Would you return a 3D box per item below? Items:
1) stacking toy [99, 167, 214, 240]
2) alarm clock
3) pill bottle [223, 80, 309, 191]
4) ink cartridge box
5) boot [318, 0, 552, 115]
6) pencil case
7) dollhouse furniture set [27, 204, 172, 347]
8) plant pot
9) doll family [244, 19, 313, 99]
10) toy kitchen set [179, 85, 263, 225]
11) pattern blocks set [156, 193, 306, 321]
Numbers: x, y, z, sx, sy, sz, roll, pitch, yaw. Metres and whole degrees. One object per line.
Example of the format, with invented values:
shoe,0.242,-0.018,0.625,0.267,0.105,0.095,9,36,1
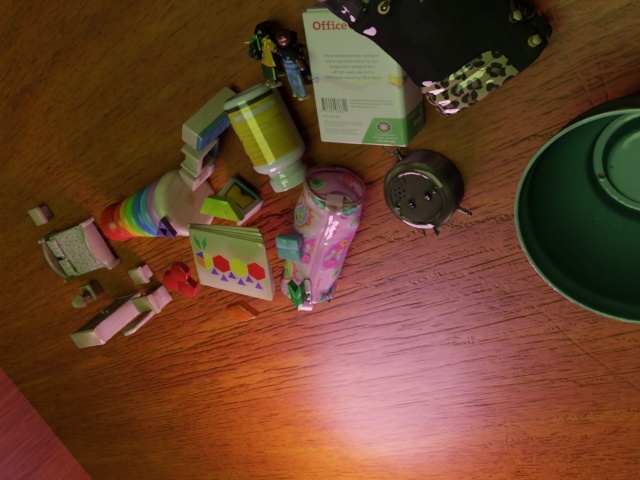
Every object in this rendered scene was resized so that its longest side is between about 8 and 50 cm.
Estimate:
stacking toy,-0.378,-0.064,1.478,0.330,0.141,0.141,-8,116,45
alarm clock,0.158,-0.098,1.126,0.129,0.064,0.192,-27,100,43
pill bottle,-0.090,-0.183,1.200,0.103,0.103,0.184,-11,113,39
ink cartridge box,0.071,-0.264,1.043,0.154,0.093,0.212,8,126,29
boot,0.198,-0.362,0.848,0.377,0.138,0.284,-41,114,15
pencil case,0.000,0.000,1.256,0.124,0.124,0.284,29,132,14
dollhouse furniture set,-0.598,0.072,1.676,0.303,0.174,0.355,-14,112,39
plant pot,0.423,-0.066,0.872,0.293,0.196,0.292,17,128,23
doll family,-0.064,-0.299,1.081,0.193,0.076,0.111,30,142,44
toy kitchen set,-0.166,-0.154,1.290,0.166,0.122,0.207,38,154,4
pattern blocks set,-0.174,0.037,1.296,0.325,0.026,0.285,18,130,18
